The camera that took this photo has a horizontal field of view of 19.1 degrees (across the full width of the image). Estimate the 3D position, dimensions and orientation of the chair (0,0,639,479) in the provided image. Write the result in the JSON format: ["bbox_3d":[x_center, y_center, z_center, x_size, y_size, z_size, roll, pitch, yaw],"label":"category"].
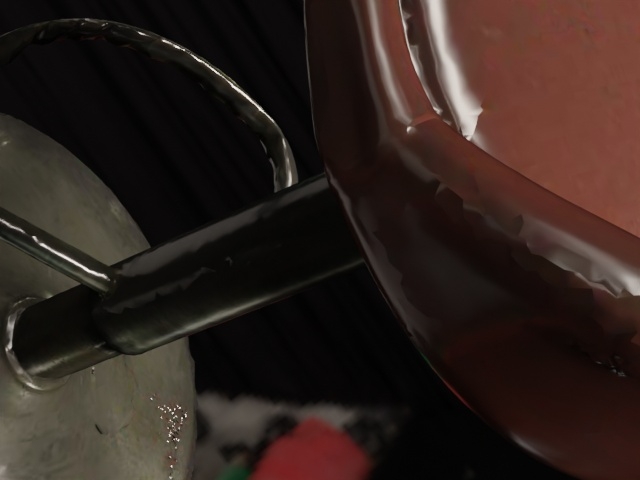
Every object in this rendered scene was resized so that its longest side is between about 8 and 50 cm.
[{"bbox_3d":[0.000,0.000,0.619,0.401,0.226,0.226,-20,-157,43],"label":"chair"}]
